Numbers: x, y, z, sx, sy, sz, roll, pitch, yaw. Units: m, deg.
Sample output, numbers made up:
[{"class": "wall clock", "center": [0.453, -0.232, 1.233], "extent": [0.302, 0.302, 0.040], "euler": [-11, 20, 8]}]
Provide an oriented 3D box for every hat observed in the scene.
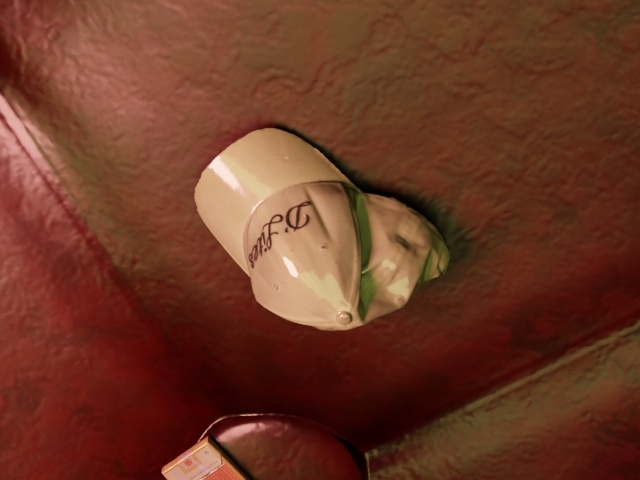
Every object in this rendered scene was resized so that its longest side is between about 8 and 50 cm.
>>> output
[{"class": "hat", "center": [-0.003, -0.005, 0.894], "extent": [0.122, 0.081, 0.166], "euler": [-41, 98, 12]}]

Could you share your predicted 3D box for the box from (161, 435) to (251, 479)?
[{"class": "box", "center": [-0.076, 0.189, 1.005], "extent": [0.046, 0.012, 0.083], "euler": [-36, 111, 14]}]
